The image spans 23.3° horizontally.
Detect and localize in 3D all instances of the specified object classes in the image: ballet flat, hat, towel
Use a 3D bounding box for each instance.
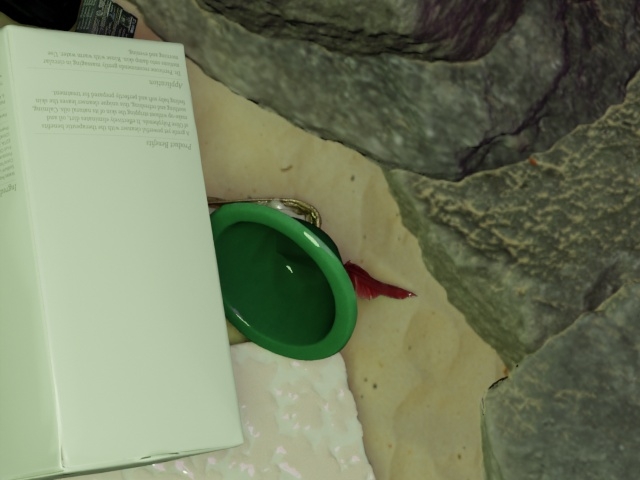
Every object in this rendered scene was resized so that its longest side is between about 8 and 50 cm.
[{"bbox_3d":[-0.091,-0.015,1.512,0.206,0.067,0.073,-8,84,-26],"label":"ballet flat"},{"bbox_3d":[0.000,0.000,1.496,0.173,0.208,0.183,31,49,14],"label":"hat"},{"bbox_3d":[-0.090,0.262,1.458,0.317,0.053,0.332,-7,74,-26],"label":"towel"}]

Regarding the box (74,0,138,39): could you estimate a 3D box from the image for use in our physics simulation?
[{"bbox_3d":[-0.208,-0.187,1.485,0.067,0.018,0.083,30,68,-57],"label":"box"}]

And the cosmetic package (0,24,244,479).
[{"bbox_3d":[-0.206,0.016,1.330,0.197,0.155,0.365,1,77,-45],"label":"cosmetic package"}]

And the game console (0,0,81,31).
[{"bbox_3d":[-0.324,-0.347,1.367,0.361,0.044,0.213,31,63,-50],"label":"game console"}]
